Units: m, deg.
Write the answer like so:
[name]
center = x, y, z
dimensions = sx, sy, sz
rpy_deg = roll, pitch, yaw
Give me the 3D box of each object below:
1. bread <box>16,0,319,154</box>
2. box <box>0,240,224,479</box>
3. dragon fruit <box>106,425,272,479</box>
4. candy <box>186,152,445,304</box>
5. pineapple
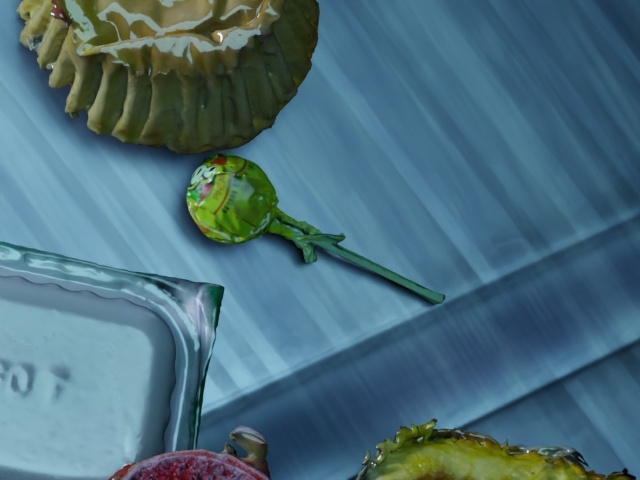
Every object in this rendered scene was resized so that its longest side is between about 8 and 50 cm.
[bread]
center = -0.124, -0.208, 1.604
dimensions = 0.274, 0.149, 0.274
rpy_deg = 3, 79, -15
[box]
center = -0.249, 0.121, 1.511
dimensions = 0.337, 0.106, 0.264
rpy_deg = 12, 74, -17
[dragon fruit]
center = -0.085, 0.251, 1.394
dimensions = 0.282, 0.147, 0.211
rpy_deg = 25, 34, 12
[candy]
center = -0.002, 0.002, 1.652
dimensions = 0.262, 0.073, 0.077
rpy_deg = 26, 89, -19
[pineapple]
center = 0.088, 0.258, 1.593
dimensions = 0.335, 0.161, 0.158
rpy_deg = -18, 43, -34
